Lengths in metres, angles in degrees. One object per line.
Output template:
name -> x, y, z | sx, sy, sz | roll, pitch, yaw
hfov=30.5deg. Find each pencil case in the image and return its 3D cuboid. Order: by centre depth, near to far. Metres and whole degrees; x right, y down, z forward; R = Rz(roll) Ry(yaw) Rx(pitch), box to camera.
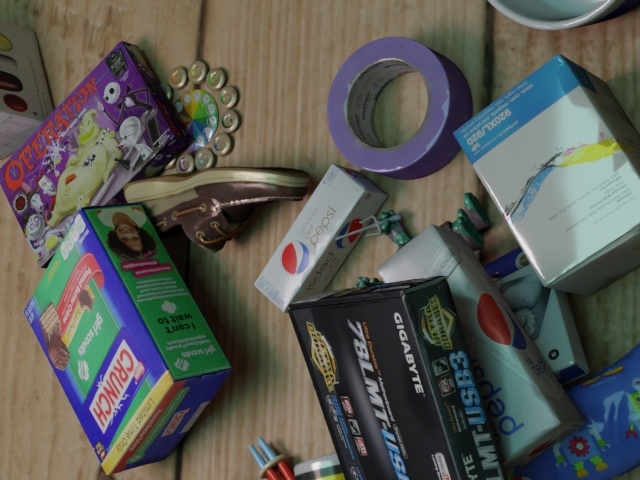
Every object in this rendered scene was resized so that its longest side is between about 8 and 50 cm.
pencil case -> 0.330, 0.224, 1.423 | 0.306, 0.119, 0.133 | -32, 90, 23

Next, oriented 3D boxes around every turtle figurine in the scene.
turtle figurine -> 0.114, 0.027, 1.582 | 0.234, 0.118, 0.175 | -31, 29, 23

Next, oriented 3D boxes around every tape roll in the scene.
tape roll -> 0.109, -0.181, 1.623 | 0.189, 0.080, 0.188 | -3, 83, 30

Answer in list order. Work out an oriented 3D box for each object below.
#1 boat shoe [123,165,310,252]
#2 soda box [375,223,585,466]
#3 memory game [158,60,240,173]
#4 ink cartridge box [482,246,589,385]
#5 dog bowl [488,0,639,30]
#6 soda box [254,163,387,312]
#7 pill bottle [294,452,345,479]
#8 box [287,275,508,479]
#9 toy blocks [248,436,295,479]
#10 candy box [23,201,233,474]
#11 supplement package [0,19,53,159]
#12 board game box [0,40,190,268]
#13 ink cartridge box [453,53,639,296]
boat shoe -> -0.156, -0.043, 1.750 | 0.342, 0.123, 0.123 | -5, 90, 34
soda box -> 0.186, 0.122, 1.390 | 0.098, 0.091, 0.286 | -39, 65, 20
memory game -> -0.204, -0.192, 1.849 | 0.186, 0.012, 0.186 | -3, 83, 31
ink cartridge box -> 0.213, 0.114, 1.499 | 0.223, 0.045, 0.224 | -30, 46, 25
dog bowl -> 0.310, -0.398, 1.461 | 0.265, 0.104, 0.264 | 15, 113, 40
soda box -> 0.000, 0.000, 1.671 | 0.069, 0.074, 0.216 | 42, 106, 28
pill bottle -> 0.042, 0.391, 1.577 | 0.119, 0.119, 0.208 | -21, 74, 27
box -> 0.091, 0.197, 1.401 | 0.293, 0.073, 0.295 | -11, 98, 64
toy blocks -> -0.074, 0.370, 1.687 | 0.123, 0.054, 0.148 | -47, 64, 18
candy box -> -0.296, 0.148, 1.761 | 0.317, 0.122, 0.268 | 56, 133, 22
supplement package -> -0.582, -0.263, 1.971 | 0.149, 0.203, 0.194 | -25, 73, 26
board game box -> -0.380, -0.135, 1.922 | 0.347, 0.056, 0.208 | -41, 61, 23
ink cartridge box -> 0.313, -0.073, 1.436 | 0.168, 0.171, 0.232 | -37, 67, 23
